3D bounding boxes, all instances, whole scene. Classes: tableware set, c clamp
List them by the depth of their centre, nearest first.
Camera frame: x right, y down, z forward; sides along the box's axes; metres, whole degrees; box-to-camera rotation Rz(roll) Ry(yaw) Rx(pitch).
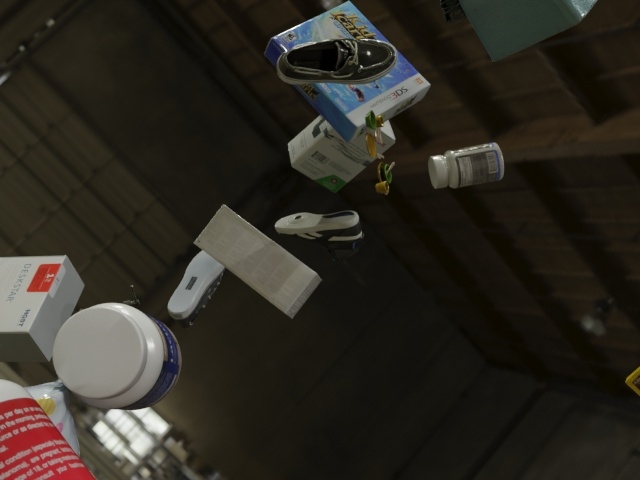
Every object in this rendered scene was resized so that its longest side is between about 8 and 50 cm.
[{"bbox_3d":[0.112,-0.162,1.897,0.024,0.154,0.104,-8,-7,21],"label":"tableware set"},{"bbox_3d":[-0.483,0.169,2.319,0.022,0.160,0.137,-108,-177,-49],"label":"c clamp"}]

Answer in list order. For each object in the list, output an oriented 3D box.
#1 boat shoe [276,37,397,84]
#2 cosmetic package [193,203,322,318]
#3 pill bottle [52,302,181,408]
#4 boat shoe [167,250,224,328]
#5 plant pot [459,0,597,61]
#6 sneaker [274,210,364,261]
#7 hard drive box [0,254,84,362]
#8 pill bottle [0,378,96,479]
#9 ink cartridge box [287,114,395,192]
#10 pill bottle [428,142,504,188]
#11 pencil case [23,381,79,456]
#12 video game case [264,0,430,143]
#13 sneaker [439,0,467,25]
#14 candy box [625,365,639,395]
[{"bbox_3d":[0.036,-0.309,1.754,0.070,0.219,0.078,148,-70,-73],"label":"boat shoe"},{"bbox_3d":[-0.121,0.040,1.963,0.239,0.099,0.060,37,-6,18],"label":"cosmetic package"},{"bbox_3d":[-0.297,0.173,1.498,0.153,0.153,0.265,42,-6,7],"label":"pill bottle"},{"bbox_3d":[-0.268,0.106,2.325,0.080,0.228,0.076,9,-41,23],"label":"boat shoe"},{"bbox_3d":[0.398,-0.546,1.974,0.252,0.248,0.247,49,-29,-16],"label":"plant pot"},{"bbox_3d":[0.000,0.000,2.453,0.217,0.079,0.121,-3,-59,24],"label":"sneaker"},{"bbox_3d":[-0.567,0.122,1.821,0.232,0.181,0.089,-2,-44,17],"label":"hard drive box"},{"bbox_3d":[-0.350,0.298,1.075,0.408,0.229,0.229,49,-13,14],"label":"pill bottle"},{"bbox_3d":[0.049,-0.229,2.394,0.153,0.208,0.087,31,33,-35],"label":"ink cartridge box"},{"bbox_3d":[0.289,-0.146,2.030,0.078,0.137,0.078,170,-90,-84],"label":"pill bottle"},{"bbox_3d":[-0.377,0.330,1.395,0.124,0.113,0.273,-119,-161,-81],"label":"pencil case"},{"bbox_3d":[0.059,-0.360,2.146,0.269,0.244,0.061,48,-38,11],"label":"video game case"},{"bbox_3d":[0.294,-0.574,2.322,0.130,0.087,0.227,69,16,12],"label":"sneaker"},{"bbox_3d":[0.641,0.216,1.771,0.105,0.206,0.027,43,27,7],"label":"candy box"}]
